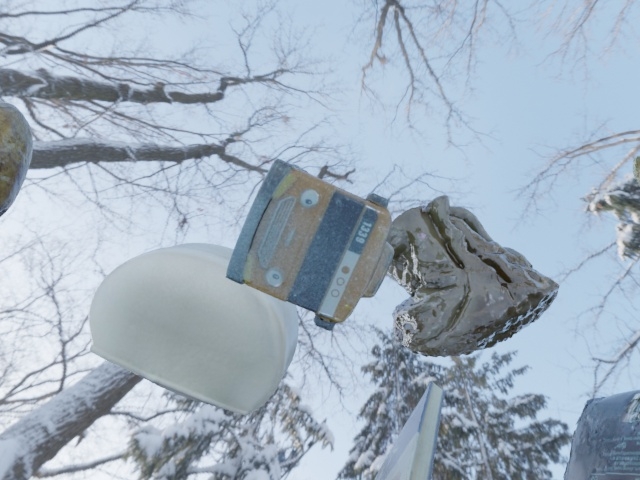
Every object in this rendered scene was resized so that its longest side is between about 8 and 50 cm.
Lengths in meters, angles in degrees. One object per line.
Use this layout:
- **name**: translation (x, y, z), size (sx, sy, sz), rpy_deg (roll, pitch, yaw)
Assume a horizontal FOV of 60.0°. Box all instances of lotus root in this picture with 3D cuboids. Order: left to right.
- **lotus root**: translation (-0.519, -0.098, 0.819), size (0.145, 0.128, 0.260), rpy_deg (-2, -122, 21)

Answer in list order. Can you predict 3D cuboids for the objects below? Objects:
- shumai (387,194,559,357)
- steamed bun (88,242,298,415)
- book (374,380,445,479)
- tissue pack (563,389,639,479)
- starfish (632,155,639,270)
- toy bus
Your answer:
- **shumai**: translation (0.182, 0.028, 0.691), size (0.218, 0.184, 0.185), rpy_deg (-13, -75, -7)
- **steamed bun**: translation (-0.143, 0.091, 0.685), size (0.242, 0.146, 0.164), rpy_deg (22, -84, 3)
- **book**: translation (0.070, 0.388, 0.715), size (0.039, 0.428, 0.299), rpy_deg (26, -76, 11)
- **tissue pack**: translation (0.491, 0.302, 0.605), size (0.253, 0.416, 0.264), rpy_deg (29, -117, 0)
- **starfish**: translation (0.427, -0.036, 0.573), size (0.223, 0.050, 0.216), rpy_deg (-44, -121, 11)
- **toy bus**: translation (0.000, 0.000, 0.422), size (0.103, 0.182, 0.091), rpy_deg (24, -86, 3)
